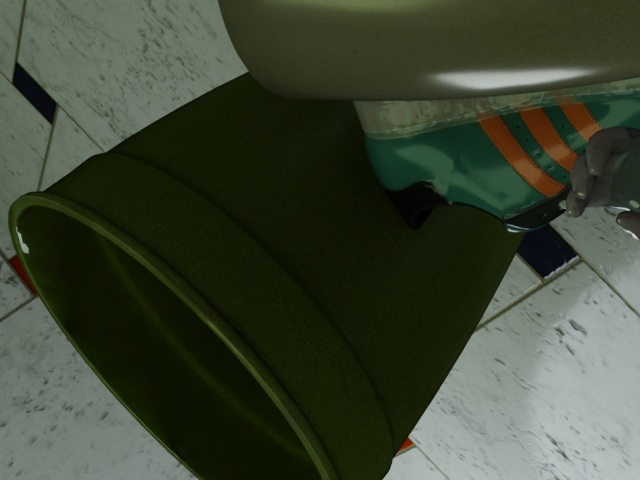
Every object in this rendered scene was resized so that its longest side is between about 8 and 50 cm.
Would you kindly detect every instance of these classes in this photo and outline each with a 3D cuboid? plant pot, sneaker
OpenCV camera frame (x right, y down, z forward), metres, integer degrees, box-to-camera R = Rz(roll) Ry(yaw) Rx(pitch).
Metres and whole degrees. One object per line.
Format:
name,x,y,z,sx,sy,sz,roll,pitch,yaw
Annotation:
plant pot,0.000,0.000,1.212,0.366,0.353,0.366,38,156,21
plant pot,0.118,-0.192,0.879,0.274,0.256,0.256,13,143,28
sneaker,0.173,-0.074,0.996,0.302,0.108,0.121,-6,114,31

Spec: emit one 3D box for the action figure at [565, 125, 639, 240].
action figure,0.268,-0.062,0.539,0.248,0.276,0.370,36,134,4
